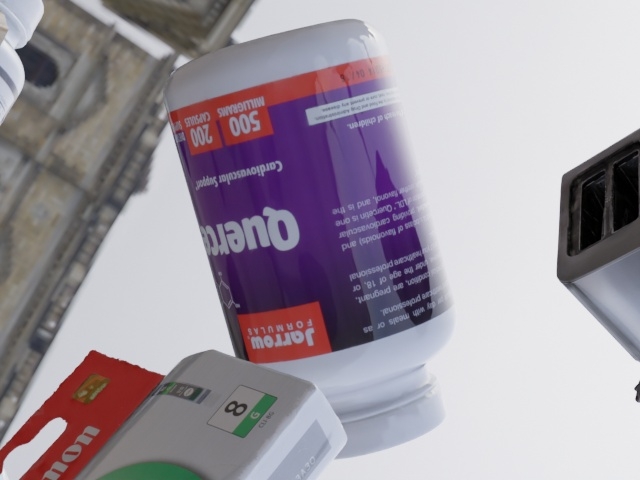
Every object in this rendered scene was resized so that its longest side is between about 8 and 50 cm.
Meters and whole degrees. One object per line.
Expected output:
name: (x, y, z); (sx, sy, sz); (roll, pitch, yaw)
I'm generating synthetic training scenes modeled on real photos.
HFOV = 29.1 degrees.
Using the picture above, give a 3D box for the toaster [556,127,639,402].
toaster: (0.263, -0.012, 0.873); (0.168, 0.110, 0.185); (-34, -154, 35)

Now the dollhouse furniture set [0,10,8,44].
dollhouse furniture set: (-0.362, -0.075, 0.429); (0.256, 0.394, 0.362); (-60, 174, 4)

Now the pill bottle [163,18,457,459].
pill bottle: (0.000, 0.000, 0.973); (0.181, 0.323, 0.181); (-15, -176, 1)

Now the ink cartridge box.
ink cartridge box: (-0.124, 0.130, 0.673); (0.225, 0.056, 0.181); (14, -129, 40)

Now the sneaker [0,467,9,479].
sneaker: (-0.430, 0.165, 1.050); (0.208, 0.319, 0.127); (100, -8, -51)

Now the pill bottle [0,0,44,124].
pill bottle: (-0.432, -0.156, 1.330); (0.176, 0.176, 0.318); (-9, -130, 59)
